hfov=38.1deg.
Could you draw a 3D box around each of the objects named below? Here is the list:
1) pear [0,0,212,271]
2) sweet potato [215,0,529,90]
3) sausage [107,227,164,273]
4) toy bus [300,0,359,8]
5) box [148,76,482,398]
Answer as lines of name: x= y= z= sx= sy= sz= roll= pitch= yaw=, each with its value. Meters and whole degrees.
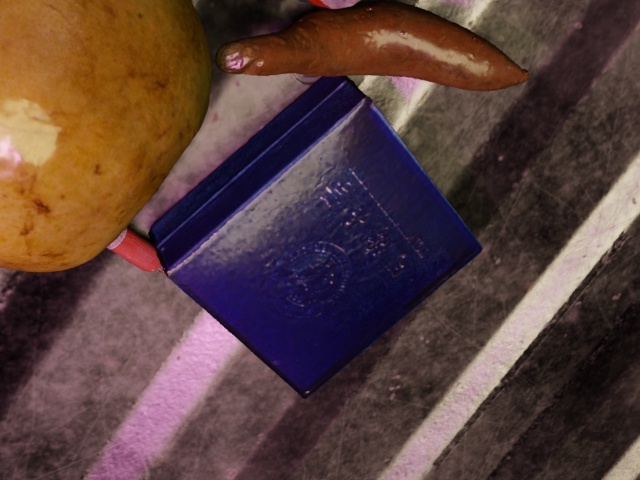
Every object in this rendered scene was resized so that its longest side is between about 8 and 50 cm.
pear: x=-0.255 y=-0.131 z=0.764 sx=0.304 sy=0.304 sz=0.303 roll=-10 pitch=122 yaw=-16
sweet potato: x=0.049 y=-0.200 z=0.943 sx=0.346 sy=0.108 sz=0.079 roll=-4 pitch=120 yaw=-25
sausage: x=-0.254 y=-0.033 z=0.967 sx=0.034 sy=0.034 sz=0.253 roll=-45 pitch=125 yaw=8
toy bus: x=0.062 y=-0.329 z=0.865 sx=0.265 sy=0.120 sz=0.121 roll=-43 pitch=124 yaw=5
box: x=0.000 y=0.000 z=1.043 sx=0.279 sy=0.116 sz=0.261 roll=-41 pitch=125 yaw=2
